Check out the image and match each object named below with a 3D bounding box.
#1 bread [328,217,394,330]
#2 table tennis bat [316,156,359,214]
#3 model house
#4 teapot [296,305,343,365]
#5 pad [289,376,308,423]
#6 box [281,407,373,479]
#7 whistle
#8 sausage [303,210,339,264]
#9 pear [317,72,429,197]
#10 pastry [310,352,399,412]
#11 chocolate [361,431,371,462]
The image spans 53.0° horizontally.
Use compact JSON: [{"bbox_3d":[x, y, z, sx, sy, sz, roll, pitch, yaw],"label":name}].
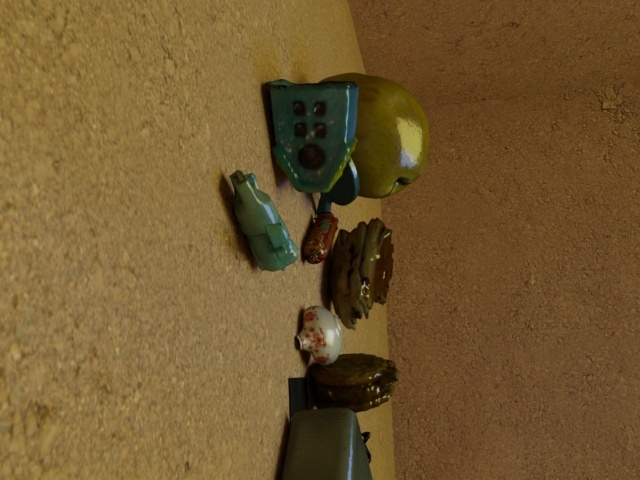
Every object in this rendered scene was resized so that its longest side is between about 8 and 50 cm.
[{"bbox_3d":[0.123,0.127,2.151,0.314,0.192,0.369,80,23,-49],"label":"bread"},{"bbox_3d":[0.025,-0.177,1.893,0.044,0.215,0.329,-38,157,-27],"label":"table tennis bat"},{"bbox_3d":[-0.006,-0.261,1.635,0.237,0.216,0.303,-61,147,-72],"label":"model house"},{"bbox_3d":[0.003,0.253,1.719,0.159,0.116,0.245,62,0,15],"label":"teapot"},{"bbox_3d":[-0.051,0.397,1.591,0.193,0.004,0.116,42,43,-74],"label":"pad"},{"bbox_3d":[0.022,0.611,1.414,0.343,0.178,0.351,-80,160,-53],"label":"box"},{"bbox_3d":[-0.115,-0.029,1.271,0.186,0.093,0.274,59,-7,43],"label":"whistle"},{"bbox_3d":[0.000,0.000,1.857,0.264,0.083,0.083,-70,153,-63],"label":"sausage"},{"bbox_3d":[0.141,-0.325,1.966,0.418,0.362,0.362,54,1,20],"label":"pear"},{"bbox_3d":[0.092,0.389,1.733,0.240,0.235,0.132,-92,178,-83],"label":"pastry"},{"bbox_3d":[0.062,0.535,1.753,0.343,0.149,0.126,72,10,-54],"label":"chocolate"}]
